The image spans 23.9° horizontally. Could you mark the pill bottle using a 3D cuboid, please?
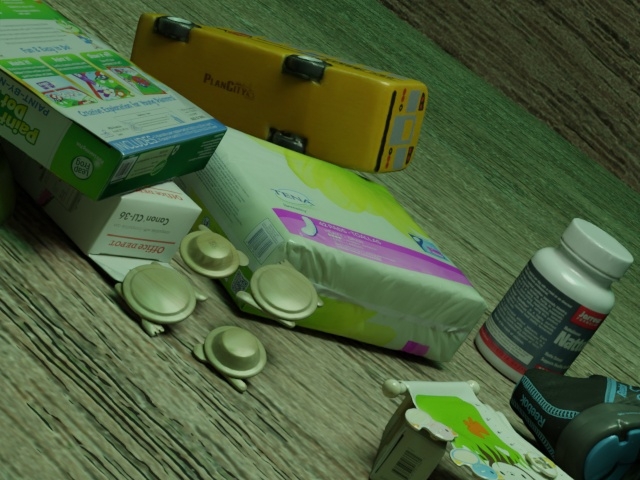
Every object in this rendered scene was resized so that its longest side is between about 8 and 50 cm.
[{"bbox_3d":[0.264,0.070,1.688,0.108,0.180,0.108,30,18,-11],"label":"pill bottle"}]

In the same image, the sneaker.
[{"bbox_3d":[0.335,0.193,1.585,0.341,0.125,0.139,17,19,-48],"label":"sneaker"}]

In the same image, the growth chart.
[{"bbox_3d":[0.167,0.188,1.265,0.237,0.021,0.172,39,17,22],"label":"growth chart"}]

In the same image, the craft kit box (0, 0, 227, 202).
[{"bbox_3d":[-0.233,-0.137,1.349,0.246,0.061,0.250,38,17,9],"label":"craft kit box"}]

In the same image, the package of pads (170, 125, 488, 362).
[{"bbox_3d":[0.000,0.000,1.539,0.296,0.101,0.229,18,23,-42],"label":"package of pads"}]

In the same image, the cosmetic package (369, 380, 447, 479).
[{"bbox_3d":[0.080,0.170,1.293,0.041,0.060,0.115,33,16,-1],"label":"cosmetic package"}]

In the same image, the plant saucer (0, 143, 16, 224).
[{"bbox_3d":[-0.356,-0.095,1.267,0.241,0.037,0.241,31,18,-11],"label":"plant saucer"}]

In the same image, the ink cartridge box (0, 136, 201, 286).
[{"bbox_3d":[-0.190,-0.041,1.365,0.198,0.067,0.115,43,20,28],"label":"ink cartridge box"}]

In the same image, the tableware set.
[{"bbox_3d":[-0.085,0.049,1.304,0.141,0.020,0.169,36,42,10],"label":"tableware set"}]

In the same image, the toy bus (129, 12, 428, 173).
[{"bbox_3d":[-0.056,-0.172,1.722,0.333,0.108,0.130,19,15,26],"label":"toy bus"}]
